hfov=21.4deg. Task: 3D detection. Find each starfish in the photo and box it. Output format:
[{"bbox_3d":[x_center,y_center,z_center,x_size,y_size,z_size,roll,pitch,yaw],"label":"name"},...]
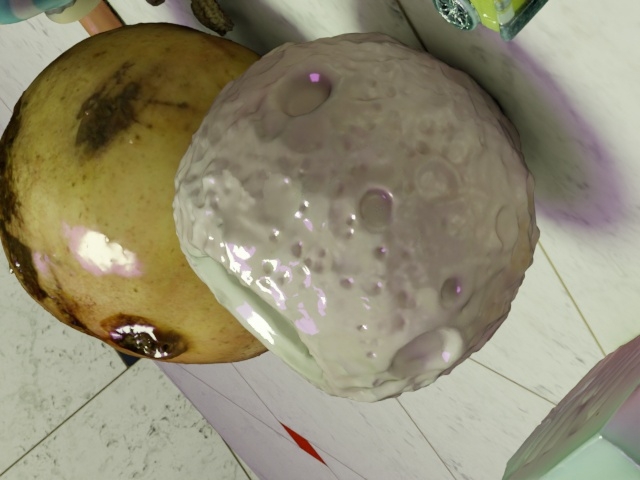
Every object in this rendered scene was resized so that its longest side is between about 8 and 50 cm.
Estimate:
[{"bbox_3d":[-0.131,-0.225,1.408,0.150,0.053,0.209,49,167,-5],"label":"starfish"}]

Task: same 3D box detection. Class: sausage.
[{"bbox_3d":[-0.224,-0.223,1.710,0.034,0.034,0.083,22,154,55],"label":"sausage"}]

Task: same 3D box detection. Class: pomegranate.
[{"bbox_3d":[-0.120,-0.036,1.454,0.322,0.322,0.322,40,166,12],"label":"pomegranate"}]

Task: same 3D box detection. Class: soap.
[{"bbox_3d":[0.228,0.153,1.223,0.109,0.193,0.324,42,166,3],"label":"soap"}]

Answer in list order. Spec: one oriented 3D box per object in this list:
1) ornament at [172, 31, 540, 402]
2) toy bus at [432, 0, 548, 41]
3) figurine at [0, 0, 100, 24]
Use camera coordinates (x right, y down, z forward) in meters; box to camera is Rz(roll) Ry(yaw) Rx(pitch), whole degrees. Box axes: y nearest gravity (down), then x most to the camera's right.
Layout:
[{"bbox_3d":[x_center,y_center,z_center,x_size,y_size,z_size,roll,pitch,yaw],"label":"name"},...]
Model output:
[{"bbox_3d":[0.032,-0.022,1.189,0.259,0.225,0.259,40,167,12],"label":"ornament"},{"bbox_3d":[0.054,-0.192,0.924,0.175,0.088,0.101,31,160,32],"label":"toy bus"},{"bbox_3d":[-0.382,-0.229,1.427,0.266,0.377,0.361,42,166,20],"label":"figurine"}]
